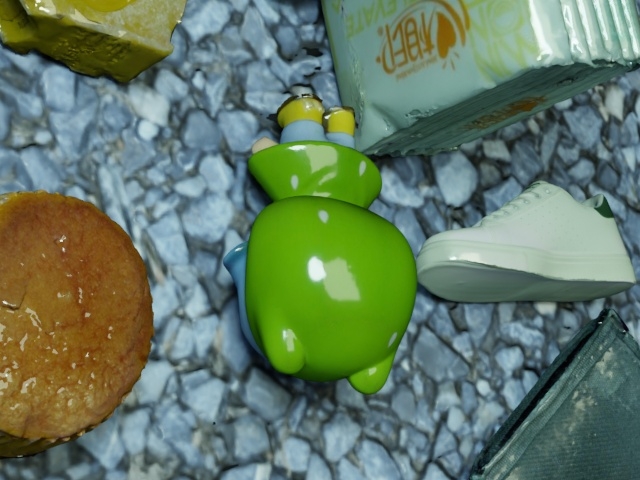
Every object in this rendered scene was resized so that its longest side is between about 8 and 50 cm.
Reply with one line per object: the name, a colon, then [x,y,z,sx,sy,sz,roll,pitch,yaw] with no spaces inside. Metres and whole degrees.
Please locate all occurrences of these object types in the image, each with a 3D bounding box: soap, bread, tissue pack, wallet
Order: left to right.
bread: [-0.217,0.061,1.161,0.199,0.104,0.199,10,72,-34]
soap: [-0.213,-0.246,1.265,0.160,0.080,0.258,-36,98,-36]
tissue pack: [0.115,-0.295,1.379,0.162,0.287,0.388,-6,81,-34]
wallet: [0.297,0.266,1.483,0.342,0.075,0.237,50,61,-15]

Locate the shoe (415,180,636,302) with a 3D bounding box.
shoe: [0.187,-0.003,1.475,0.265,0.095,0.110,8,67,-39]

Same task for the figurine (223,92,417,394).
figurine: [0.000,0.000,1.316,0.162,0.143,0.263,21,55,-35]
